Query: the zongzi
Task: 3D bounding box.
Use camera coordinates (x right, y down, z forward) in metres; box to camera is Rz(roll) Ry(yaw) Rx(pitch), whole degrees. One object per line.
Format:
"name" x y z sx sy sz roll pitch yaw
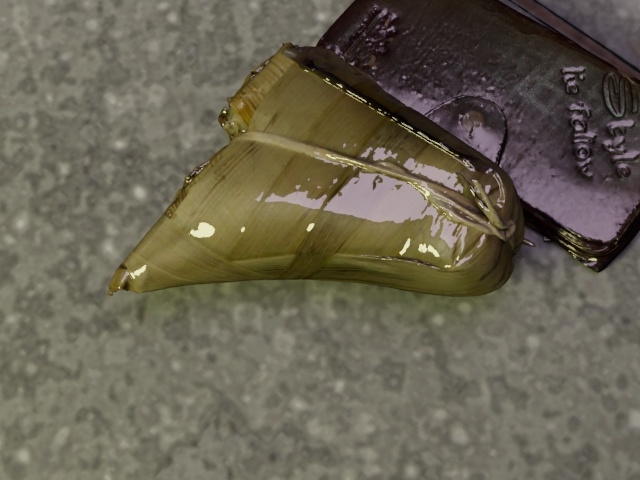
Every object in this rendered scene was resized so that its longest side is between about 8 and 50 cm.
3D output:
"zongzi" 0.000 0.000 0.882 0.194 0.099 0.197 32 70 21

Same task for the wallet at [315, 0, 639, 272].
"wallet" 0.114 -0.089 0.953 0.232 0.031 0.122 34 71 15
